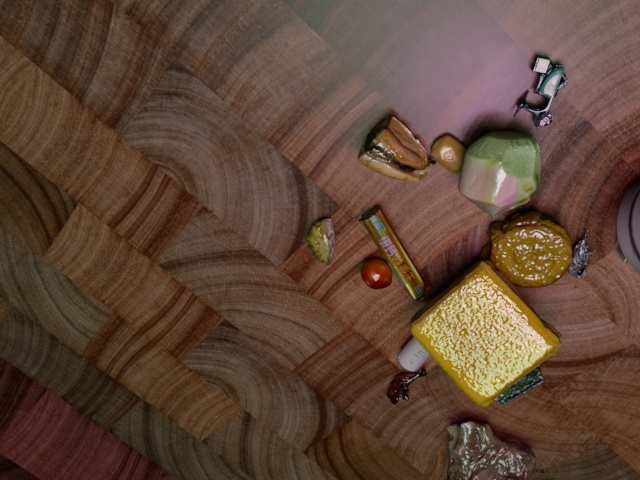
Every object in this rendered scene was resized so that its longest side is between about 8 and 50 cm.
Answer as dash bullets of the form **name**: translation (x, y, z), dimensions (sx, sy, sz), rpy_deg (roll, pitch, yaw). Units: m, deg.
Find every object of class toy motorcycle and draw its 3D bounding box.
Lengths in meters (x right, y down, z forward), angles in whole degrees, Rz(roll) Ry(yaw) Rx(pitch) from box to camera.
- **toy motorcycle**: translation (0.573, -0.381, 1.325), dimensions (0.100, 0.058, 0.173), rpy_deg (17, 120, 11)

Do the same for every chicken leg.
- **chicken leg**: translation (0.312, 0.535, 1.894), dimensions (0.089, 0.048, 0.219), rpy_deg (23, 121, -4)

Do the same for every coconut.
- **coconut**: translation (0.480, -0.172, 1.374), dimensions (0.204, 0.236, 0.236), rpy_deg (12, 122, 24)

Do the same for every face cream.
- **face cream**: translation (0.379, 0.317, 1.735), dimensions (0.092, 0.092, 0.312), rpy_deg (29, 120, -4)

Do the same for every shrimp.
- **shrimp**: translation (0.775, 0.043, 1.517), dimensions (0.065, 0.057, 0.165), rpy_deg (18, 132, 20)

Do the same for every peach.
- **peach**: translation (0.185, 0.112, 1.658), dimensions (0.100, 0.101, 0.101), rpy_deg (5, 120, 9)

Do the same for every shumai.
- **shumai**: translation (0.609, 0.803, 1.945), dimensions (0.345, 0.217, 0.283), rpy_deg (-30, 77, 11)

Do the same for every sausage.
- **sausage**: translation (0.245, 0.059, 1.628), dimensions (0.082, 0.082, 0.372), rpy_deg (-25, 111, 23)

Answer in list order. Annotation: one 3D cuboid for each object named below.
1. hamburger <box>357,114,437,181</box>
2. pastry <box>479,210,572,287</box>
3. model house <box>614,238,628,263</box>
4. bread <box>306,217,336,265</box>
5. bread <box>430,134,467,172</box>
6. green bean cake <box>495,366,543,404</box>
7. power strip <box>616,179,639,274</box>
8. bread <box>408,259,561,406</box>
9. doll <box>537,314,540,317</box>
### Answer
- **hamburger**: translation (0.210, -0.225, 1.439), dimensions (0.207, 0.155, 0.135), rpy_deg (36, 142, -18)
- **pastry**: translation (0.608, 0.028, 1.499), dimensions (0.234, 0.132, 0.240), rpy_deg (12, 120, 5)
- **model house**: translation (0.913, -0.017, 1.429), dimensions (0.126, 0.100, 0.149), rpy_deg (2, 117, 10)
- **bread**: translation (0.000, 0.000, 1.653), dimensions (0.094, 0.083, 0.157), rpy_deg (20, 123, 15)
- **bread**: translation (0.369, -0.241, 1.445), dimensions (0.115, 0.056, 0.082), rpy_deg (41, 119, -11)
- **green bean cake**: translation (0.620, 0.441, 1.744), dimensions (0.208, 0.107, 0.193), rpy_deg (42, 120, -11)
- **power strip**: translation (0.960, -0.045, 1.289), dimensions (0.356, 0.161, 0.358), rpy_deg (0, 86, 0)
- **bread**: translation (0.476, 0.273, 1.504), dimensions (0.323, 0.143, 0.333), rpy_deg (-44, 81, 21)
- **doll**: translation (0.559, 0.283, 1.636), dimensions (0.270, 0.162, 0.167), rpy_deg (-48, 69, 17)
